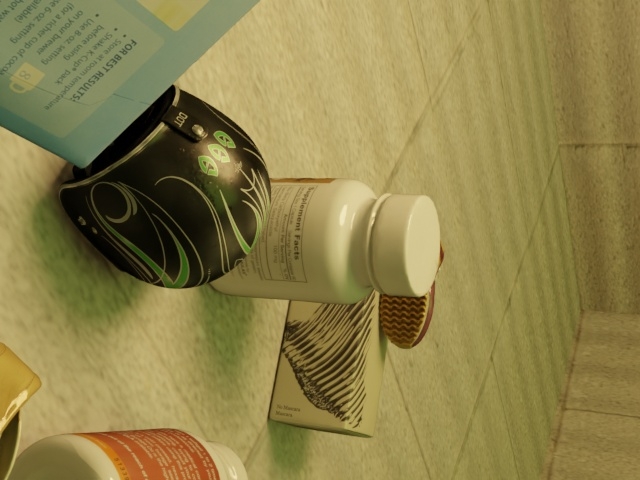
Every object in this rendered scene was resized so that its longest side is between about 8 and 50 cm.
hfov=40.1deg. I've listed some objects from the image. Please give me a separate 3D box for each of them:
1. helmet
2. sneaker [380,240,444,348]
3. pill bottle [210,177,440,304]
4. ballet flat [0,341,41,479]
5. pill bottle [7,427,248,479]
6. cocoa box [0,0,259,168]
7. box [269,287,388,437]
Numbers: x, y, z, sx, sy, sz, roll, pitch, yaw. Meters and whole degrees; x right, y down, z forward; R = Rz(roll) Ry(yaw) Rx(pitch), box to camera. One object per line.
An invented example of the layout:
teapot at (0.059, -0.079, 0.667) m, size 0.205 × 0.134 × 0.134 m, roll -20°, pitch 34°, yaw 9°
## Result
helmet at (-0.124, -0.037, 0.761) m, size 0.161 × 0.170 × 0.169 m, roll 50°, pitch 47°, yaw -31°
sneaker at (0.123, 0.043, 1.096) m, size 0.084 × 0.070 × 0.185 m, roll 10°, pitch 84°, yaw -56°
pill bottle at (0.000, 0.000, 0.913) m, size 0.131 × 0.229 × 0.131 m, roll -11°, pitch 103°, yaw -63°
ballet flat at (-0.253, 0.176, 0.586) m, size 0.073 × 0.080 × 0.232 m, roll 41°, pitch 54°, yaw -34°
pill bottle at (-0.155, 0.223, 0.750) m, size 0.216 × 0.121 × 0.121 m, roll 19°, pitch 76°, yaw -62°
cocoa box at (-0.122, -0.256, 0.464) m, size 0.347 × 0.228 × 0.231 m, roll -41°, pitch 150°, yaw 10°
box at (0.025, 0.102, 1.105) m, size 0.094 × 0.113 × 0.275 m, roll 33°, pitch 62°, yaw -58°
